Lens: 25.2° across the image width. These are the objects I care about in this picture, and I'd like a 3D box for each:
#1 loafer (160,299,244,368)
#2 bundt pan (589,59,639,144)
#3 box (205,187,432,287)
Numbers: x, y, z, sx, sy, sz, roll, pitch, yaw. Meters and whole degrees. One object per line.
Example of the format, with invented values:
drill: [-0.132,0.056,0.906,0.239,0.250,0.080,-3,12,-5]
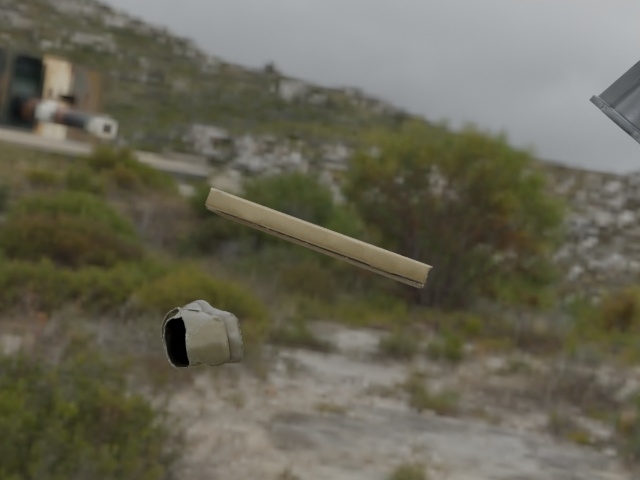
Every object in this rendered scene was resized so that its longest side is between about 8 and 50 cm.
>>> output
loafer: [-0.110,0.079,1.195,0.050,0.056,0.148,-6,-2,-24]
bundt pan: [0.450,-0.091,1.512,0.331,0.124,0.331,38,12,-9]
box: [0.000,0.000,1.293,0.201,0.021,0.164,20,-1,2]
